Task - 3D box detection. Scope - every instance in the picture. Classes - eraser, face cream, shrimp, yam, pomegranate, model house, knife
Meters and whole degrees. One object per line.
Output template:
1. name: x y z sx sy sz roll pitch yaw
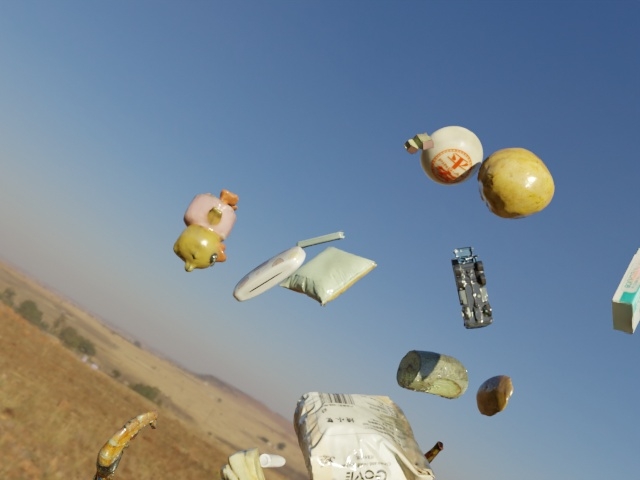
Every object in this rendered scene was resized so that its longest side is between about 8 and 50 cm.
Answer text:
1. eraser: 0.769 0.119 1.430 0.052 0.225 0.095 10 -50 42
2. face cream: -0.127 0.601 1.600 0.034 0.034 0.130 23 -11 26
3. shrimp: -0.573 0.605 1.732 0.054 0.290 0.222 37 29 12
4. yam: 0.389 0.463 2.050 0.254 0.153 0.154 19 -9 -29
5. pomegranate: 0.668 -0.199 2.035 0.260 0.260 0.260 29 -17 10
6. model house: 0.324 -0.313 1.923 0.058 0.083 0.057 57 -45 15
7. knife: 0.000 0.000 1.707 0.162 0.023 0.044 -14 -12 32

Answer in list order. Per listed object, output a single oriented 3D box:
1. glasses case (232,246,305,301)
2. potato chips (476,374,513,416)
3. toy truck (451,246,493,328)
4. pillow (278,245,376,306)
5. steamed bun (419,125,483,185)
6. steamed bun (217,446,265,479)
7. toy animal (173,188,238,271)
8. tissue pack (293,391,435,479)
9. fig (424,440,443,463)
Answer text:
1. glasses case: -0.098 0.064 1.108 0.041 0.164 0.063 53 21 -17
2. potato chips: 0.597 0.536 2.047 0.049 0.150 0.202 22 -16 -12
3. toy truck: 0.366 0.117 1.445 0.074 0.201 0.088 -9 -18 3
4. pillow: 0.028 0.137 2.383 0.312 0.310 0.119 19 -41 50
5. steamed bun: 0.484 -0.298 2.162 0.232 0.145 0.231 1 -49 1
6. steamed bun: -0.165 0.622 1.124 0.247 0.189 0.427 91 -17 -62
7. toy animal: -0.366 -0.026 1.877 0.169 0.281 0.195 15 -22 -8
8. tissue pack: 0.116 0.589 1.757 0.376 0.195 0.390 3 14 -8
9. fig: 0.269 0.757 1.932 0.191 0.190 0.290 33 -46 -4
